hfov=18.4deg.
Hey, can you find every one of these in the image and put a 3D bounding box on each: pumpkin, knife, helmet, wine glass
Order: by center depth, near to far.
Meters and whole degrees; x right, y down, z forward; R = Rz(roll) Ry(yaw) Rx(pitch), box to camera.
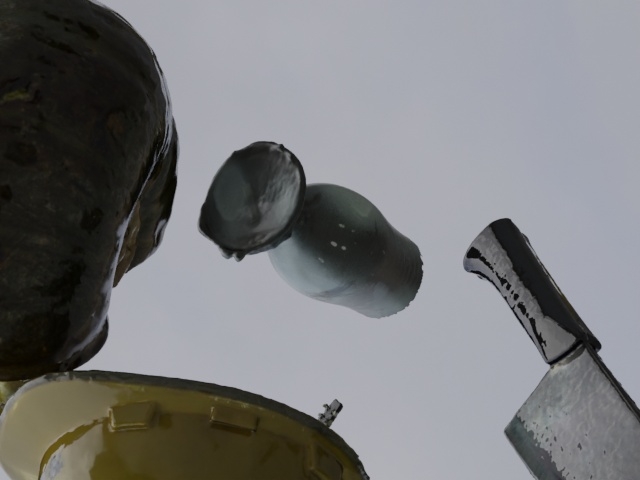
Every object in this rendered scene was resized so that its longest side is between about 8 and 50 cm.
[{"bbox_3d":[0.102,0.071,0.787,0.028,0.060,0.230,29,-162,-33],"label":"knife"},{"bbox_3d":[-0.094,0.200,1.284,0.257,0.205,0.140,15,-133,-12],"label":"helmet"},{"bbox_3d":[-0.228,-0.071,1.407,0.325,0.242,0.232,-76,-10,-63],"label":"pumpkin"},{"bbox_3d":[0.000,0.000,1.648,0.222,0.103,0.103,30,-140,-53],"label":"wine glass"}]

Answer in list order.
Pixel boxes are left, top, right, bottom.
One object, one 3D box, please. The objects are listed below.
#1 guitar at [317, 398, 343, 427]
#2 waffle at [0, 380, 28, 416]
[{"bbox_3d":[-0.065,0.219,1.670,0.025,0.233,0.088,47,174,-28],"label":"guitar"},{"bbox_3d":[-0.309,0.144,1.716,0.056,0.261,0.250,48,-149,-8],"label":"waffle"}]
